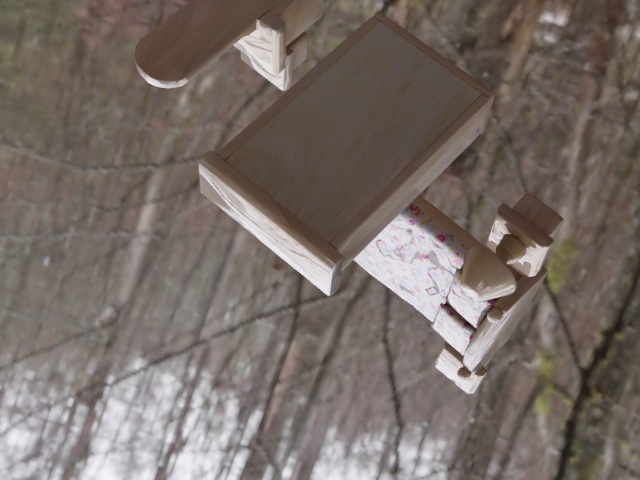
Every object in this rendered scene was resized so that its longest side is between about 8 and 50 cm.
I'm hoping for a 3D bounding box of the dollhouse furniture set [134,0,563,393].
[{"bbox_3d":[0.000,0.000,0.901,0.303,0.174,0.355,40,156,16],"label":"dollhouse furniture set"}]
